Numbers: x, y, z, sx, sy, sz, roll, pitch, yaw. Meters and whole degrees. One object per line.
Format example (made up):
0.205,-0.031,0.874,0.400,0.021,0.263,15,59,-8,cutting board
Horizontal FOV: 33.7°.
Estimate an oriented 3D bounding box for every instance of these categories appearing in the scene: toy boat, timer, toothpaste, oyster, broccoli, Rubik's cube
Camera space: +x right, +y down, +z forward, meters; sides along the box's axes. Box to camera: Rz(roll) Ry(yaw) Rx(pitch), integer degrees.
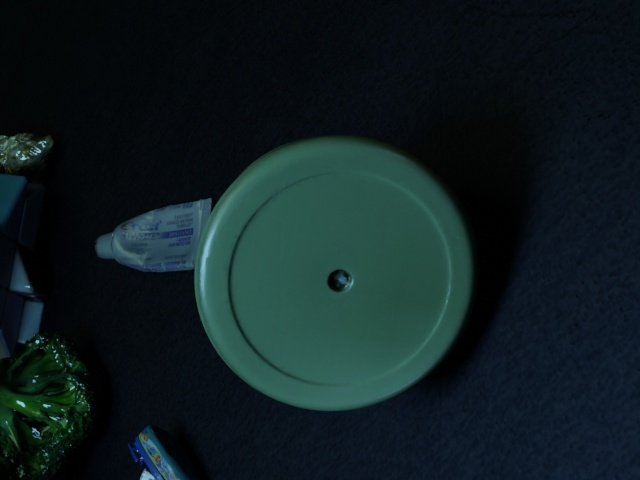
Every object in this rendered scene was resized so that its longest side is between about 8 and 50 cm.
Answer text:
-0.223,0.352,1.479,0.110,0.091,0.175,-50,45,3,toy boat
0.000,0.000,1.200,0.315,0.290,0.291,-116,48,-73,timer
-0.270,0.001,1.696,0.282,0.068,0.099,-7,100,46,toothpaste
-0.665,-0.130,2.211,0.341,0.166,0.110,-12,59,33,oyster
-0.504,0.269,1.736,0.297,0.297,0.297,-12,51,16,broccoli
-0.702,0.033,2.038,0.368,0.358,0.387,70,-154,-78,Rubik's cube
